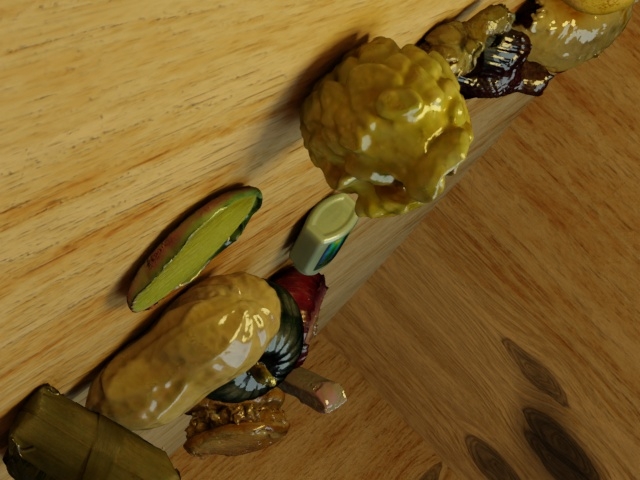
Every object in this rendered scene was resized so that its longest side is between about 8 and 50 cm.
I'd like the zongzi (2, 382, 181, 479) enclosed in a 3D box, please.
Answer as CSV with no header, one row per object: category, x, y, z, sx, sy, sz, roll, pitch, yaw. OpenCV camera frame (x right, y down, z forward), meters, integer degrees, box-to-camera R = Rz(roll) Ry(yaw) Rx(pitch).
zongzi,-0.333,0.339,1.291,0.125,0.251,0.274,-60,-175,-36

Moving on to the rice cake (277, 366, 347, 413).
rice cake,-0.102,0.300,2.054,0.070,0.399,0.064,-32,124,-36

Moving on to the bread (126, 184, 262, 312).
bread,-0.164,0.007,1.171,0.228,0.033,0.228,-42,174,-6

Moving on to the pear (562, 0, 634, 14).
pear,0.461,-0.459,1.488,0.178,0.178,0.178,-43,172,-7

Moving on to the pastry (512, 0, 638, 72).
pastry,0.485,-0.415,1.751,0.256,0.170,0.237,-37,168,-14

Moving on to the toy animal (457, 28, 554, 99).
toy animal,0.295,-0.270,1.521,0.218,0.180,0.116,118,-7,-63

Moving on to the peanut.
peanut,-0.209,0.180,1.408,0.340,0.158,0.174,-41,-166,5

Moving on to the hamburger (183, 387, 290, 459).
hamburger,-0.196,0.345,1.908,0.261,0.211,0.245,1,160,-21

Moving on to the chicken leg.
chicken leg,0.208,-0.286,1.324,0.228,0.088,0.103,-39,158,-12

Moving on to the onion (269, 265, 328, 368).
onion,-0.068,0.162,1.981,0.248,0.161,0.248,-58,-172,13

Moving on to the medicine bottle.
medicine bottle,0.000,0.000,1.775,0.121,0.083,0.229,-43,171,-26

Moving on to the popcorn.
popcorn,0.084,-0.124,1.074,0.181,0.217,0.235,-36,158,-24

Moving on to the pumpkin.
pumpkin,-0.138,0.184,1.612,0.250,0.216,0.249,-20,134,-23
